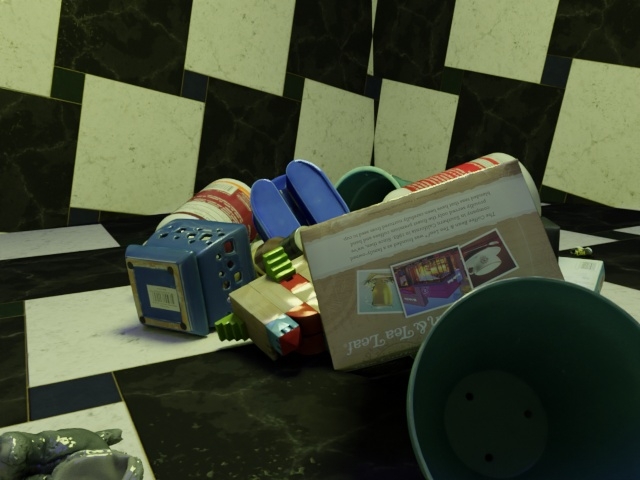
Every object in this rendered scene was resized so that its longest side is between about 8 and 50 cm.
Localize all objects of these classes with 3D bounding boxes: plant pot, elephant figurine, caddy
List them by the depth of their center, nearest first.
[{"bbox_3d":[-0.240,0.300,0.622,0.240,0.186,0.169,18,-23,33],"label":"elephant figurine"},{"bbox_3d":[0.234,0.208,0.721,0.290,0.290,0.195,-2,-20,-3],"label":"plant pot"},{"bbox_3d":[-0.307,0.090,1.432,0.236,0.235,0.212,5,20,31],"label":"plant pot"},{"bbox_3d":[-0.047,-0.051,1.671,0.241,0.341,0.179,-30,-18,-8],"label":"caddy"},{"bbox_3d":[0.239,-0.034,1.786,0.334,0.341,0.341,-1,7,-42],"label":"plant pot"}]

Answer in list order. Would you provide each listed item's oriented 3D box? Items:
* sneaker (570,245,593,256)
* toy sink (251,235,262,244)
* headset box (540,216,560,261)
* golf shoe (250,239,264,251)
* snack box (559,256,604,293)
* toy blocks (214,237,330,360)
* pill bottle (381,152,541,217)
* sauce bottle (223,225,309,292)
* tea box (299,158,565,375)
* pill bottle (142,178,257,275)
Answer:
[{"bbox_3d":[0.849,0.041,1.988,0.035,0.031,0.083,-19,11,-15],"label":"sneaker"},{"bbox_3d":[-0.148,-0.029,2.066,0.131,0.152,0.234,-29,37,-25],"label":"toy sink"},{"bbox_3d":[0.330,0.081,1.211,0.247,0.282,0.131,-1,11,8],"label":"headset box"},{"bbox_3d":[-0.194,0.071,1.800,0.140,0.115,0.306,-10,12,-22],"label":"golf shoe"},{"bbox_3d":[0.466,0.111,1.416,0.322,0.060,0.187,6,42,35],"label":"snack box"},{"bbox_3d":[0.006,0.137,1.256,0.381,0.190,0.261,-27,36,-26],"label":"toy blocks"},{"bbox_3d":[0.290,-0.042,1.444,0.408,0.229,0.229,-21,16,-16],"label":"pill bottle"},{"bbox_3d":[-0.123,0.058,1.500,0.111,0.111,0.344,-10,-15,-37],"label":"sauce bottle"},{"bbox_3d":[0.183,0.070,0.970,0.329,0.219,0.323,-18,-18,9],"label":"tea box"},{"bbox_3d":[-0.338,-0.010,1.777,0.224,0.224,0.392,3,28,21],"label":"pill bottle"}]
